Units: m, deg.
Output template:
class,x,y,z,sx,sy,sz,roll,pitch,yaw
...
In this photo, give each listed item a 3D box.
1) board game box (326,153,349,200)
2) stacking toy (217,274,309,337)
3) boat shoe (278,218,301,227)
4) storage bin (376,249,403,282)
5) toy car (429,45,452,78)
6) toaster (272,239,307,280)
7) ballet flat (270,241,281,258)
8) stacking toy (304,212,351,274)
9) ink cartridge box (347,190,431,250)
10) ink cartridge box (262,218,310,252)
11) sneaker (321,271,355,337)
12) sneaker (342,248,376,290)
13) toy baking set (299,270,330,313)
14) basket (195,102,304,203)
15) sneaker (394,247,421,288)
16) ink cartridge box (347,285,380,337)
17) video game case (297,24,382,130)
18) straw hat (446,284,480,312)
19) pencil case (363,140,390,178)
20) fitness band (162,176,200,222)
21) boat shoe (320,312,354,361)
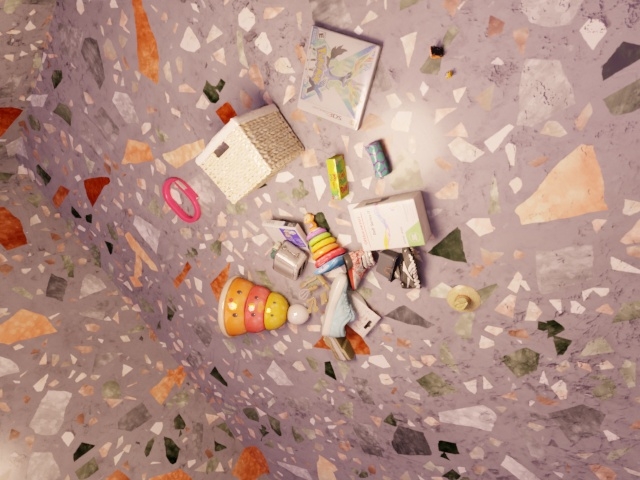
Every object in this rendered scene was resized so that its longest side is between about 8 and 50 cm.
class,x,y,z,sx,sy,sz,roll,pitch,yaw
board game box,0.077,-0.277,1.758,0.043,0.092,0.182,2,114,29
stacking toy,-0.295,0.379,2.227,0.479,0.351,0.351,3,116,10
boat shoe,-0.154,-0.078,2.021,0.132,0.042,0.049,15,151,19
storage bin,0.306,0.109,1.816,0.091,0.098,0.135,26,124,31
toy car,0.414,-0.622,1.412,0.040,0.060,0.122,-6,106,67
toaster,-0.157,0.112,2.051,0.146,0.129,0.227,31,148,10
ballet flat,-0.230,0.055,2.121,0.057,0.053,0.168,24,157,-3
stacking toy,0.000,0.000,1.926,0.175,0.165,0.302,-35,78,37
ink cartridge box,0.271,-0.073,1.724,0.353,0.119,0.207,-8,109,33
ink cartridge box,-0.166,-0.023,2.036,0.206,0.045,0.208,7,147,29
sneaker,0.109,0.320,1.969,0.150,0.135,0.366,11,119,-4
sneaker,0.194,0.137,1.888,0.144,0.090,0.270,-20,141,-4
toy baking set,-0.041,0.256,2.057,0.197,0.030,0.256,-56,38,17
basket,-0.306,-0.388,1.795,0.328,0.331,0.266,-31,101,38
sneaker,0.370,0.126,1.753,0.106,0.078,0.235,-14,121,11
ink cartridge box,0.179,0.361,2.039,0.224,0.056,0.181,36,126,7
video game case,0.064,-0.650,1.618,0.299,0.036,0.329,26,124,18
straw hat,0.609,0.268,1.726,0.144,0.061,0.145,14,119,26
pencil case,0.234,-0.331,1.654,0.070,0.064,0.152,-19,103,10
fitness band,-0.805,-0.235,2.338,0.291,0.054,0.209,47,130,4
boat shoe,0.068,0.520,2.143,0.103,0.113,0.303,-21,102,31
